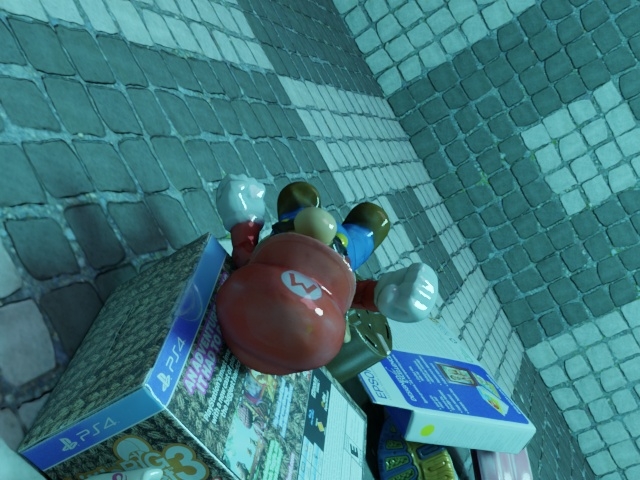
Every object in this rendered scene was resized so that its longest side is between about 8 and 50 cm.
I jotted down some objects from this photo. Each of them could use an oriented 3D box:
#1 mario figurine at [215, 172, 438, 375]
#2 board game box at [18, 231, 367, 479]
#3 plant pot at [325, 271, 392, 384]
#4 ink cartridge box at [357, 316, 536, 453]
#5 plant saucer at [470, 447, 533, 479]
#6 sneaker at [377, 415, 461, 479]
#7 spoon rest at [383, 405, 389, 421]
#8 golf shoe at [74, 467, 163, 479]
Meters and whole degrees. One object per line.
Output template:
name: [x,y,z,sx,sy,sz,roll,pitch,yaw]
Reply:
mario figurine: [0.000,0.000,0.699,0.320,0.198,0.170,-66,136,-71]
board game box: [-0.093,0.183,0.700,0.291,0.141,0.232,52,22,-21]
plant pot: [-0.006,0.128,0.946,0.167,0.165,0.167,49,24,-30]
ink cartridge box: [0.132,0.196,1.128,0.307,0.072,0.303,15,22,-28]
plant saucer: [0.312,0.422,1.242,0.332,0.084,0.332,-9,90,-84]
sneaker: [0.172,0.390,1.130,0.131,0.112,0.296,-46,114,-79]
spoon rest: [0.189,0.312,1.273,0.276,0.084,0.137,22,43,-61]
golf shoe: [-0.107,0.288,0.568,0.273,0.120,0.105,54,20,-22]
